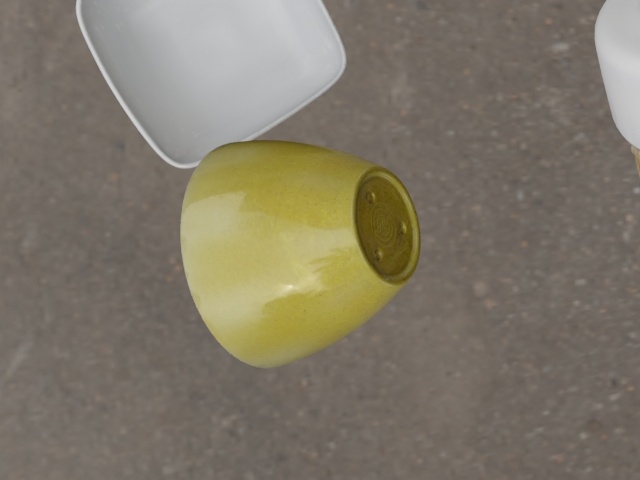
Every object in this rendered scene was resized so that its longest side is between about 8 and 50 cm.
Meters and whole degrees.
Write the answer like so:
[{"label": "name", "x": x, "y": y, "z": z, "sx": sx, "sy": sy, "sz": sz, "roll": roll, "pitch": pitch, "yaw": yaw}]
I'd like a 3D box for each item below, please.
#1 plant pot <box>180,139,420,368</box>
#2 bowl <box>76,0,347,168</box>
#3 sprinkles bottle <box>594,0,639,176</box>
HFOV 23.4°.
[{"label": "plant pot", "x": 0.000, "y": 0.000, "z": 0.879, "sx": 0.095, "sy": 0.134, "sz": 0.134, "roll": -12, "pitch": 85, "yaw": 34}, {"label": "bowl", "x": -0.069, "y": -0.129, "z": 0.979, "sx": 0.142, "sy": 0.053, "sz": 0.142, "roll": -31, "pitch": 90, "yaw": -1}, {"label": "sprinkles bottle", "x": 0.226, "y": 0.034, "z": 0.733, "sx": 0.121, "sy": 0.121, "sz": 0.355, "roll": 11, "pitch": 134, "yaw": 41}]
